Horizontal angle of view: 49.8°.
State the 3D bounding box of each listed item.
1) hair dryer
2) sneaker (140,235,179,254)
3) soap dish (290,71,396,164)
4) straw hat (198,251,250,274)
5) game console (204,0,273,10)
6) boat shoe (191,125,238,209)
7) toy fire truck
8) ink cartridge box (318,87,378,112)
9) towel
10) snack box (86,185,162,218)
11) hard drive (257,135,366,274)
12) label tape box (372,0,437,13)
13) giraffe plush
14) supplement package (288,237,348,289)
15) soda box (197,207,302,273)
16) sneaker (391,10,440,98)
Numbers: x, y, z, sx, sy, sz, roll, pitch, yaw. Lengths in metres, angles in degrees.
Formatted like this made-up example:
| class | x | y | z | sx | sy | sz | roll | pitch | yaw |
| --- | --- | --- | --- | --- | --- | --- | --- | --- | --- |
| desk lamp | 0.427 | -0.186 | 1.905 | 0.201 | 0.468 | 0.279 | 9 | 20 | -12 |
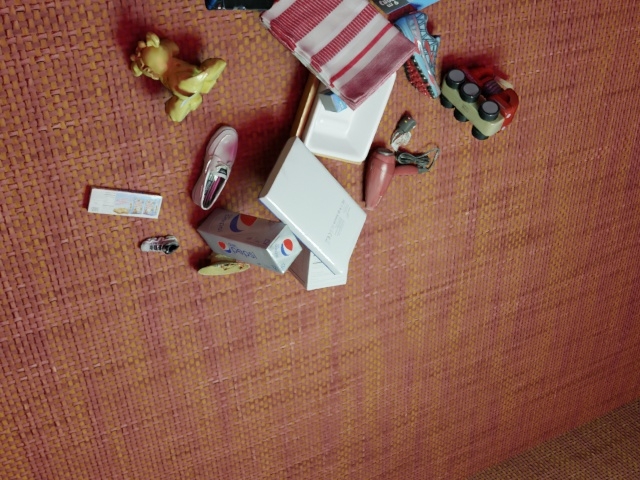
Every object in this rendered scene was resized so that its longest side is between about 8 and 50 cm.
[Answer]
| class | x | y | z | sx | sy | sz | roll | pitch | yaw |
| --- | --- | --- | --- | --- | --- | --- | --- | --- | --- |
| hair dryer | 0.234 | -0.207 | 2.062 | 0.293 | 0.080 | 0.223 | -46 | 129 | 1 |
| sneaker | -0.421 | 0.018 | 1.821 | 0.098 | 0.069 | 0.038 | -15 | 123 | -22 |
| soap dish | 0.054 | -0.365 | 1.844 | 0.229 | 0.118 | 0.290 | 8 | 113 | -32 |
| straw hat | -0.272 | 0.053 | 1.928 | 0.145 | 0.144 | 0.061 | 0 | 75 | -30 |
| game console | -0.172 | -0.647 | 1.455 | 0.174 | 0.250 | 0.292 | -8 | 104 | -12 |
| boat shoe | -0.263 | -0.183 | 1.793 | 0.083 | 0.076 | 0.226 | 10 | 111 | -34 |
| toy fire truck | 0.502 | -0.428 | 2.018 | 0.246 | 0.217 | 0.158 | -32 | 157 | -17 |
| ink cartridge box | 0.070 | -0.368 | 1.715 | 0.123 | 0.088 | 0.052 | -30 | 113 | -12 |
| towel | 0.044 | -0.502 | 1.664 | 0.329 | 0.037 | 0.237 | 43 | 76 | 0 |
| snack box | -0.495 | -0.096 | 1.745 | 0.178 | 0.022 | 0.064 | 5 | 113 | -32 |
| hard drive | -0.012 | -0.088 | 1.797 | 0.318 | 0.040 | 0.210 | 46 | 53 | -32 |
| label tape box | 0.225 | -0.669 | 1.688 | 0.334 | 0.241 | 0.105 | 30 | 61 | -37 |
| giraffe plush | -0.347 | -0.391 | 1.591 | 0.170 | 0.210 | 0.181 | 40 | 107 | -6 |
| supplement package | 0.000 | 0.000 | 2.006 | 0.134 | 0.139 | 0.244 | -8 | 119 | -27 |
| soda box | -0.189 | -0.004 | 1.798 | 0.091 | 0.286 | 0.098 | -52 | 132 | -25 |
| sneaker | 0.296 | -0.513 | 1.909 | 0.125 | 0.104 | 0.261 | -39 | 129 | -8 |
